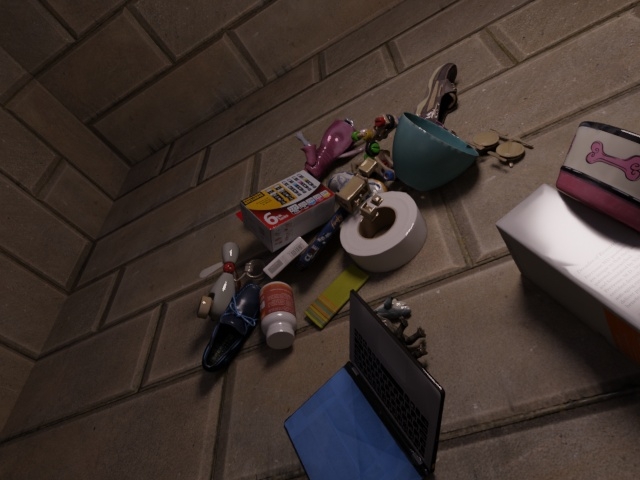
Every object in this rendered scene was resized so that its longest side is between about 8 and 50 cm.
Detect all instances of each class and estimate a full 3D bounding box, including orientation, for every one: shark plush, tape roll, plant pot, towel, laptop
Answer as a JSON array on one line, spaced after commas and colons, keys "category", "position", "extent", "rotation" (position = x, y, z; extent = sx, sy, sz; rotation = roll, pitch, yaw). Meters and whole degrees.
[{"category": "shark plush", "position": [0.185, 0.227, 1.310], "extent": [0.161, 0.073, 0.067], "rotation": [-33, 68, 1]}, {"category": "tape roll", "position": [0.212, -0.033, 1.510], "extent": [0.286, 0.100, 0.286], "rotation": [-23, 40, 21]}, {"category": "plant pot", "position": [0.363, -0.285, 1.535], "extent": [0.195, 0.290, 0.290], "rotation": [-62, 29, 26]}, {"category": "towel", "position": [0.056, 0.185, 1.487], "extent": [0.237, 0.021, 0.102], "rotation": [-45, 43, -9]}, {"category": "laptop", "position": [0.071, 0.409, 1.071], "extent": [0.236, 0.408, 0.382], "rotation": [-15, 33, -21]}]

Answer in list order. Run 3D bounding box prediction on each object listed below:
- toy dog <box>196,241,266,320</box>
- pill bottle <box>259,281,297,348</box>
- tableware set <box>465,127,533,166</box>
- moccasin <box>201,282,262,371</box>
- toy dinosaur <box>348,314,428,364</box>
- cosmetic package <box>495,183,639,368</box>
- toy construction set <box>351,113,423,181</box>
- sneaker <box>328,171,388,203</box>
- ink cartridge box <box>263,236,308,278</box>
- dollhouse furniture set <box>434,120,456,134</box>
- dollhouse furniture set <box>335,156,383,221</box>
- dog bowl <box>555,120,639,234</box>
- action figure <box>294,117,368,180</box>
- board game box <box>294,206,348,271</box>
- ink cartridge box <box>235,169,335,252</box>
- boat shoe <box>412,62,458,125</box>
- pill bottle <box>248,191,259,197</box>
[{"category": "toy dog", "position": [-0.377, 0.186, 1.735], "extent": [0.161, 0.220, 0.333], "rotation": [-45, 13, 52]}, {"category": "pill bottle", "position": [-0.143, 0.251, 1.498], "extent": [0.121, 0.121, 0.216], "rotation": [-29, 38, 13]}, {"category": "tableware set", "position": [0.605, -0.317, 1.519], "extent": [0.128, 0.039, 0.194], "rotation": [-29, 41, -13]}, {"category": "moccasin", "position": [-0.294, 0.306, 1.553], "extent": [0.117, 0.138, 0.342], "rotation": [117, 176, -73]}, {"category": "toy dinosaur", "position": [0.198, 0.308, 1.189], "extent": [0.160, 0.121, 0.313], "rotation": [-39, 47, 32]}, {"category": "cosmetic package", "position": [0.610, 0.086, 0.947], "extent": [0.161, 0.230, 0.453], "rotation": [-40, 36, 5]}, {"category": "toy construction set", "position": [0.239, -0.370, 1.752], "extent": [0.309, 0.257, 0.237], "rotation": [-43, 22, -25]}, {"category": "sneaker", "position": [0.116, -0.182, 1.732], "extent": [0.296, 0.112, 0.131], "rotation": [17, 64, 48]}, {"category": "ink cartridge box", "position": [-0.130, 0.069, 1.685], "extent": [0.181, 0.056, 0.224], "rotation": [-43, -2, -5]}, {"category": "dollhouse furniture set", "position": [0.449, -0.387, 1.695], "extent": [0.114, 0.091, 0.081], "rotation": [-58, -4, 18]}, {"category": "dollhouse furniture set", "position": [0.177, -0.164, 1.544], "extent": [0.161, 0.101, 0.182], "rotation": [35, 76, 29]}, {"category": "dog bowl", "position": [0.701, -0.091, 0.946], "extent": [0.150, 0.408, 0.408], "rotation": [-60, 33, 19]}, {"category": "action figure", "position": [0.019, -0.356, 1.972], "extent": [0.276, 0.248, 0.370], "rotation": [30, 70, 23]}, {"category": "board game box", "position": [0.000, 0.000, 1.622], "extent": [0.243, 0.042, 0.165], "rotation": [-52, 1, -15]}, {"category": "ink cartridge box", "position": [-0.146, -0.139, 1.739], "extent": [0.309, 0.130, 0.272], "rotation": [-31, 54, -27]}, {"category": "boat shoe", "position": [0.499, -0.576, 1.819], "extent": [0.130, 0.132, 0.355], "rotation": [15, 71, 36]}, {"category": "pill bottle", "position": [-0.213, -0.136, 1.943], "extent": [0.246, 0.130, 0.130], "rotation": [18, 65, 48]}]
